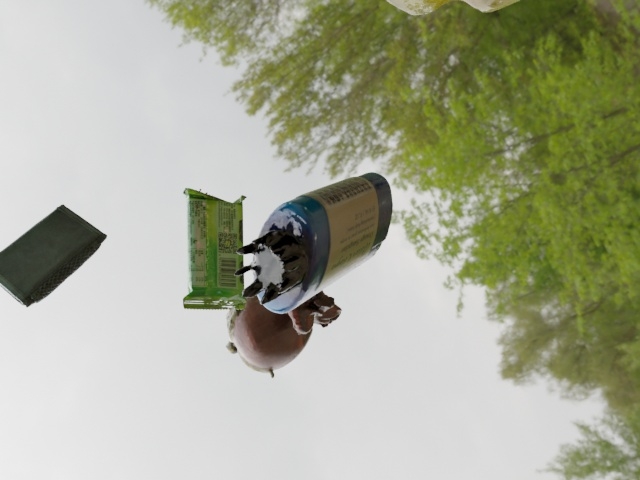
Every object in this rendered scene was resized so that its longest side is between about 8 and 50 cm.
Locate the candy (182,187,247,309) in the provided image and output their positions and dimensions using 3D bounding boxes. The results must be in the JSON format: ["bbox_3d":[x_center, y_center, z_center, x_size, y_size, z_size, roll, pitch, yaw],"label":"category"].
[{"bbox_3d":[-0.157,0.014,0.962,0.102,0.032,0.178,4,-102,-31],"label":"candy"}]

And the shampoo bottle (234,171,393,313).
[{"bbox_3d":[0.000,0.000,0.501,0.050,0.087,0.183,25,-156,21],"label":"shampoo bottle"}]

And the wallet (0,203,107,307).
[{"bbox_3d":[-0.337,0.019,0.802,0.088,0.026,0.129,32,-122,18],"label":"wallet"}]

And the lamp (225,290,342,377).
[{"bbox_3d":[-0.083,0.142,1.165,0.151,0.223,0.215,45,-177,10],"label":"lamp"}]

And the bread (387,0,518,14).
[{"bbox_3d":[0.183,-0.400,0.691,0.300,0.341,0.210,0,-111,-44],"label":"bread"}]
